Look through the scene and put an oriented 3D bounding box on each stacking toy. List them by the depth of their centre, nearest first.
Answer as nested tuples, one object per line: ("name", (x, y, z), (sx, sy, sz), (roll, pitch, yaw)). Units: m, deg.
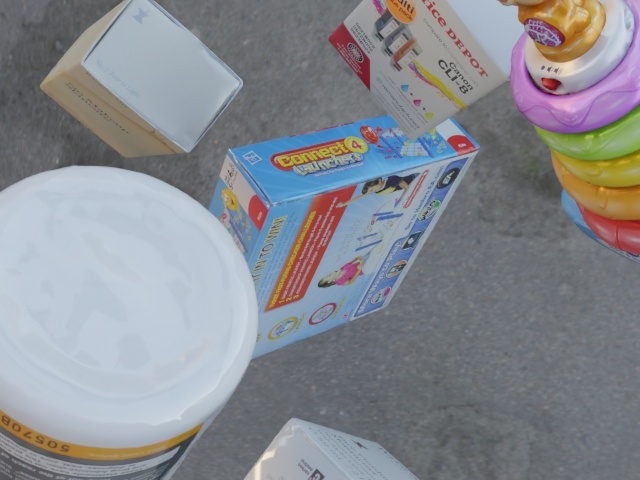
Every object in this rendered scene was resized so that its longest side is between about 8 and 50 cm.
("stacking toy", (0.189, -0.104, 0.571), (0.302, 0.175, 0.166), (31, 92, -41))

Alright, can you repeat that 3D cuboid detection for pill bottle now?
("pill bottle", (-0.154, 0.095, 0.546), (0.162, 0.278, 0.162), (14, 51, -19))

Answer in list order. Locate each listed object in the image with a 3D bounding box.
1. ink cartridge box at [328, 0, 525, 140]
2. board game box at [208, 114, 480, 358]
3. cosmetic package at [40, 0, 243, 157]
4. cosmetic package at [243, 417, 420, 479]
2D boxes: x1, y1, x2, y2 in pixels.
("ink cartridge box", (0.117, -0.190, 0.762), (0.127, 0.176, 0.128), (-42, 96, -22))
("board game box", (0.000, 0.000, 1.063), (0.302, 0.308, 0.086), (-17, 57, -36))
("cosmetic package", (-0.235, -0.194, 1.114), (0.160, 0.309, 0.113), (40, 78, -21))
("cosmetic package", (0.021, 0.270, 0.783), (0.151, 0.183, 0.151), (38, 92, 33))
